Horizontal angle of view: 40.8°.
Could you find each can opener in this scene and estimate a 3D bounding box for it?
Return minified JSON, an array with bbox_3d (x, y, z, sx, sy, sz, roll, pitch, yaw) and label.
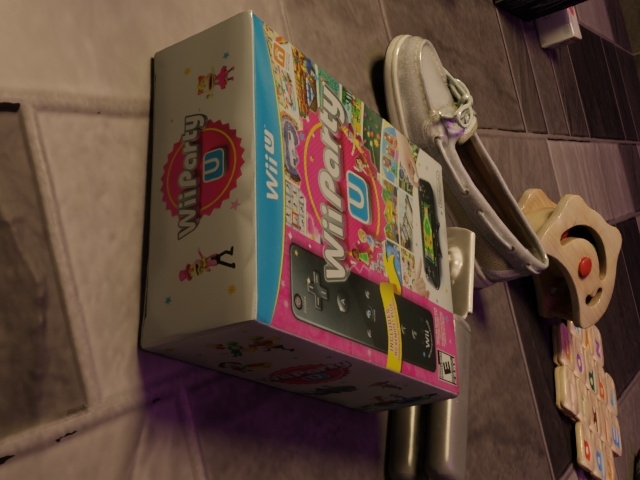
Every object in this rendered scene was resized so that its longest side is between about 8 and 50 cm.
[{"bbox_3d":[0.124,0.114,0.860,0.095,0.076,0.284,43,44,-42],"label":"can opener"}]

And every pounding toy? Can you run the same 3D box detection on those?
[{"bbox_3d":[0.336,0.030,1.268,0.269,0.154,0.154,30,80,-40],"label":"pounding toy"}]

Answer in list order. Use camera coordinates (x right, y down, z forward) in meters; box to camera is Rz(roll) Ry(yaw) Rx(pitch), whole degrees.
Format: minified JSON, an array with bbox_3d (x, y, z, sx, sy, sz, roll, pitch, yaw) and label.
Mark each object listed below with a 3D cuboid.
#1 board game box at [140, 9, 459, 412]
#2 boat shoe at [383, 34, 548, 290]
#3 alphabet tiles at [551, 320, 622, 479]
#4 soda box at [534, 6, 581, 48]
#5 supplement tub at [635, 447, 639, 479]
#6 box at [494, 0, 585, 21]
[{"bbox_3d":[0.000,0.000,0.677,0.303,0.097,0.224,27,55,-52],"label":"board game box"},{"bbox_3d":[0.165,-0.092,0.991,0.320,0.103,0.118,67,31,-16],"label":"boat shoe"},{"bbox_3d":[0.428,0.244,1.379,0.284,0.021,0.278,40,44,-46],"label":"alphabet tiles"},{"bbox_3d":[0.448,-0.489,1.688,0.074,0.069,0.216,-14,90,-60],"label":"soda box"},{"bbox_3d":[0.605,0.451,1.509,0.106,0.106,0.198,62,33,-23],"label":"supplement tub"},{"bbox_3d":[0.391,-0.470,1.498,0.207,0.153,0.108,-8,83,-62],"label":"box"}]
